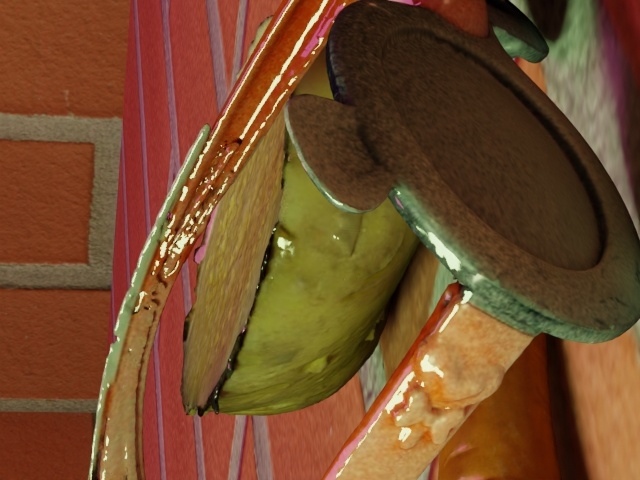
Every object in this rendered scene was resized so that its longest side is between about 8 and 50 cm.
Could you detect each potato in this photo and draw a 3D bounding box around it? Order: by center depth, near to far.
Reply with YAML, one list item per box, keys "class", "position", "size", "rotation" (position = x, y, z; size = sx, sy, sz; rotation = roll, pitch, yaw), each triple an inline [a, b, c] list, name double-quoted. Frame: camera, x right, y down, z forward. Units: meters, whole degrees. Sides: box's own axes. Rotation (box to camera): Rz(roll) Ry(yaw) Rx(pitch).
- class: "potato"
  position: [0.000, 0.000, 0.785]
  size: [0.200, 0.081, 0.164]
  rotation: [118, 160, -65]

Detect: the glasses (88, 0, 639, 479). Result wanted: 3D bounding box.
- class: "glasses"
  position: [-0.031, 0.032, 0.570]
  size: [0.268, 0.118, 0.234]
  rotation: [-55, 25, 21]

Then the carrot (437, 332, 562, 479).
- class: "carrot"
  position: [0.047, 0.089, 0.538]
  size: [0.061, 0.061, 0.257]
  rotation: [103, 167, -53]
